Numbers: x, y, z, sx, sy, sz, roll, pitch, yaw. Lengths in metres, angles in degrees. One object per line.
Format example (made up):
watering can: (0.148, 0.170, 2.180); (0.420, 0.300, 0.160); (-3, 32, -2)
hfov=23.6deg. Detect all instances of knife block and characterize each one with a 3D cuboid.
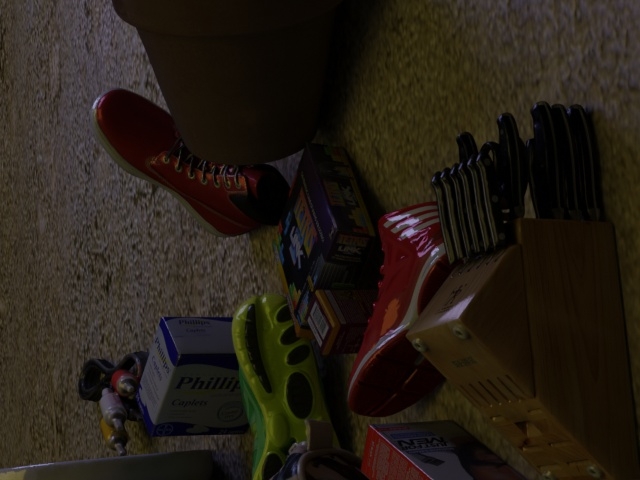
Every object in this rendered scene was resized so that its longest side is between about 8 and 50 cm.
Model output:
knife block: (0.197, 0.034, 1.266); (0.276, 0.242, 0.088); (46, 153, -11)

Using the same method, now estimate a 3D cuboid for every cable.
cable: (-0.310, 0.204, 2.223); (0.287, 0.072, 0.139); (27, 107, 60)

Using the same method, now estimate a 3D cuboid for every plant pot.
plant pot: (-0.089, -0.211, 1.658); (0.263, 0.263, 0.229); (-136, 36, -55)

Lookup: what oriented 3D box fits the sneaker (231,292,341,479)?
sneaker: (-0.030, 0.203, 1.682); (0.123, 0.109, 0.295); (40, -136, -86)

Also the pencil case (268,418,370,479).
pencil case: (-0.090, 0.357, 1.566); (0.410, 0.160, 0.183); (-39, 52, 29)

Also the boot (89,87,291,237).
boot: (-0.143, -0.098, 1.768); (0.088, 0.244, 0.176); (-58, 21, -20)

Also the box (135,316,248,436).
box: (-0.139, 0.163, 1.837); (0.072, 0.126, 0.137); (62, 141, 45)

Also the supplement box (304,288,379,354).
supplement box: (0.034, 0.082, 1.551); (0.055, 0.083, 0.043); (63, 142, 43)

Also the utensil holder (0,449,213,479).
utensil holder: (-0.281, 0.465, 1.888); (0.327, 0.327, 0.385); (-21, 72, 61)

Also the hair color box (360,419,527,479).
hair color box: (0.117, 0.218, 1.380); (0.167, 0.093, 0.053); (36, 121, 57)

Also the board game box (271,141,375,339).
board game box: (0.000, 0.000, 1.627); (0.170, 0.048, 0.141); (-108, 31, -53)

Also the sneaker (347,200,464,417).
sneaker: (0.083, 0.059, 1.485); (0.221, 0.087, 0.128); (-57, 31, 27)
